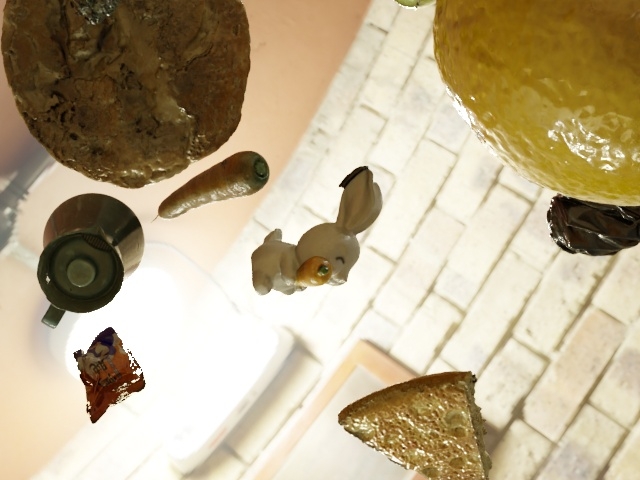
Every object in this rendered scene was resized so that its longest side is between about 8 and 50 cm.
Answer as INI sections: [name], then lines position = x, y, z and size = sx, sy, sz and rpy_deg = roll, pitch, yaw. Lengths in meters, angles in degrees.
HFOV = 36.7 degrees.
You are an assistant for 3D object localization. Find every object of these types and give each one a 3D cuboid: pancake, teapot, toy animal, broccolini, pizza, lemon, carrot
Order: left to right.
[broccolini]
position = -0.332, -0.340, 1.175
size = 0.068, 0.202, 0.091
rpy_deg = -55, -3, -20
[teapot]
position = -0.384, 0.037, 1.565
size = 0.203, 0.171, 0.225
rpy_deg = -58, 13, 9
[pancake]
position = -0.278, -0.268, 1.396
size = 0.387, 0.387, 0.082
rpy_deg = -59, -3, 8
[carrot]
position = -0.207, -0.084, 1.686
size = 0.298, 0.078, 0.078
rpy_deg = -21, -4, 39
[toy animal]
position = 0.000, 0.000, 1.166
size = 0.181, 0.127, 0.131
rpy_deg = -24, -17, 20
[pizza]
position = 0.137, 0.253, 1.333
size = 0.080, 0.204, 0.188
rpy_deg = -68, -38, -51
[lemon]
position = 0.158, -0.110, 0.520
size = 0.187, 0.244, 0.187
rpy_deg = -15, -58, -26

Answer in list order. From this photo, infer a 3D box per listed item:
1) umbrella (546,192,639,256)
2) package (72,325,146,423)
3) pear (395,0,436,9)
[umbrella]
position = 0.496, -0.030, 1.375
size = 0.118, 0.340, 0.118
rpy_deg = -1, -90, -74
[package]
position = -0.243, 0.150, 1.093
size = 0.077, 0.111, 0.033
rpy_deg = -28, -37, -12
[pear]
position = 0.227, -0.594, 1.701
size = 0.318, 0.238, 0.342
rpy_deg = -38, -26, -5
